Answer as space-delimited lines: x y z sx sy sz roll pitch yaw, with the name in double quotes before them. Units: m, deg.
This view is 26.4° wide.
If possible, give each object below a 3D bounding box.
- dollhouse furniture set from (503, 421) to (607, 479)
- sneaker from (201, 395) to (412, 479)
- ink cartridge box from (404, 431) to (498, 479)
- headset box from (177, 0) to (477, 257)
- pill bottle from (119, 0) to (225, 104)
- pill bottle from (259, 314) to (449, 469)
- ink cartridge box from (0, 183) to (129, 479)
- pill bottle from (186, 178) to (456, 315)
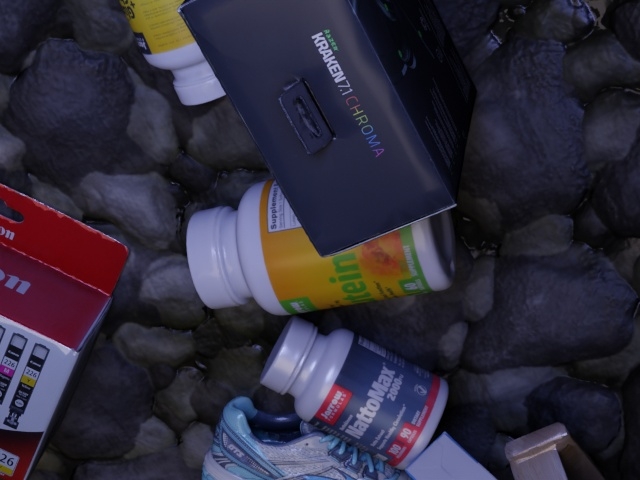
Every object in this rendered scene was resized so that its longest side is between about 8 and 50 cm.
"dollhouse furniture set" 0.419 0.267 1.331 0.394 0.256 0.362 -25 145 13
"sneaker" 0.013 0.244 1.488 0.283 0.110 0.122 10 110 2
"ink cartridge box" 0.172 0.287 1.419 0.061 0.104 0.181 -43 135 -5
"headset box" 0.019 -0.157 1.173 0.131 0.283 0.246 -22 112 20
"pill bottle" -0.132 -0.223 1.268 0.103 0.103 0.184 -15 113 18
"pill bottle" 0.033 0.155 1.434 0.180 0.108 0.108 27 119 -4
"ink cartridge box" -0.398 0.072 1.460 0.309 0.130 0.272 25 118 -3
"pill bottle" 0.000 0.000 1.342 0.246 0.136 0.136 -10 115 16
